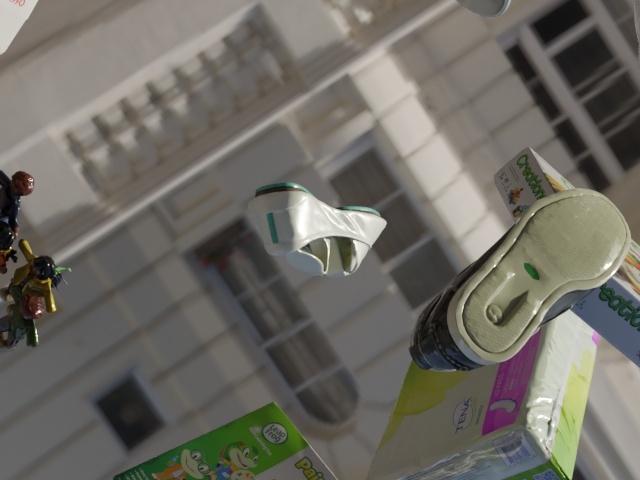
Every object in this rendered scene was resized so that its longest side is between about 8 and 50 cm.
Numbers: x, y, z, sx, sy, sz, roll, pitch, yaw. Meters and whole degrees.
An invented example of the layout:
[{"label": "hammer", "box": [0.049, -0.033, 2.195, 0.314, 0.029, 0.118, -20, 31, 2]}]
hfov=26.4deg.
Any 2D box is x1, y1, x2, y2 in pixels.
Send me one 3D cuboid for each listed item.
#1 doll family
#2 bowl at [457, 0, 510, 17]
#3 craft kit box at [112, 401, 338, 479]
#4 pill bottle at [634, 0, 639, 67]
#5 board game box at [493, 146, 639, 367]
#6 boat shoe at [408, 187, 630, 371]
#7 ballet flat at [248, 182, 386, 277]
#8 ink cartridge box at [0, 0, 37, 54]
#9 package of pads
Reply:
[{"label": "doll family", "box": [-0.309, 0.015, 1.370, 0.076, 0.193, 0.111, -23, 169, -41]}, {"label": "bowl", "box": [0.217, -0.467, 1.887, 0.134, 0.298, 0.298, -34, -175, -10]}, {"label": "craft kit box", "box": [-0.088, 0.342, 1.668, 0.246, 0.250, 0.061, -20, 144, -35]}, {"label": "pill bottle", "box": [0.338, -0.195, 1.005, 0.188, 0.188, 0.334, -29, -168, 36]}, {"label": "board game box", "box": [0.301, 0.056, 1.305, 0.053, 0.305, 0.193, -43, -149, 17]}, {"label": "boat shoe", "box": [0.157, 0.029, 1.061, 0.233, 0.084, 0.079, -34, 177, -38]}, {"label": "ballet flat", "box": [0.000, 0.000, 2.282, 0.139, 0.139, 0.400, -32, 161, 18]}, {"label": "ink cartridge box", "box": [-0.294, -0.280, 1.255, 0.198, 0.067, 0.115, -60, 160, 4]}, {"label": "package of pads", "box": [0.185, 0.178, 1.529, 0.229, 0.101, 0.296, -30, -160, 34]}]
